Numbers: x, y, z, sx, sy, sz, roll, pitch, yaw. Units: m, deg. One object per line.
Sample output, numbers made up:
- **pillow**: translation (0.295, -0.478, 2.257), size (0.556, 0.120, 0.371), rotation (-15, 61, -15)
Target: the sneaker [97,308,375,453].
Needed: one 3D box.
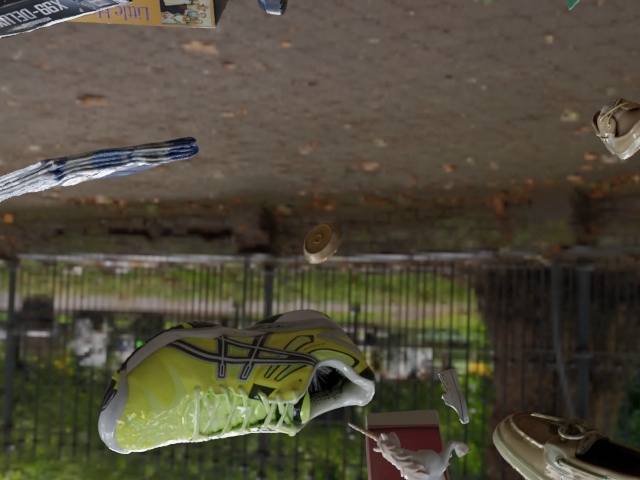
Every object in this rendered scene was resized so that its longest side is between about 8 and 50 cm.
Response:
- **sneaker**: translation (-0.096, 0.182, 1.396), size (0.384, 0.145, 0.147), rotation (-15, -149, -35)

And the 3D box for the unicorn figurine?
- **unicorn figurine**: translation (0.109, 0.245, 1.126), size (0.060, 0.162, 0.111), rotation (-24, 170, 39)

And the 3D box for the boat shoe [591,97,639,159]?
- **boat shoe**: translation (0.347, -0.134, 1.272), size (0.059, 0.063, 0.170), rotation (45, -178, -1)

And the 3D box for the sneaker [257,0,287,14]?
- **sneaker**: translation (-0.133, -0.475, 1.608), size (0.131, 0.319, 0.112), rotation (-9, -152, 11)

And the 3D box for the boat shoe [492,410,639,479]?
- **boat shoe**: translation (0.327, 0.251, 1.227), size (0.285, 0.089, 0.104), rotation (23, -154, 30)

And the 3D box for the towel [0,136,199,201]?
- **towel**: translation (-0.331, -0.095, 1.545), size (0.209, 0.034, 0.285), rotation (-13, -178, 38)

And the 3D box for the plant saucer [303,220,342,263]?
- **plant saucer**: translation (0.000, 0.000, 1.878), size (0.083, 0.083, 0.015), rotation (-2, 150, 44)

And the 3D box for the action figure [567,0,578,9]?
- **action figure**: translation (0.212, -0.303, 0.841), size (0.063, 0.232, 0.137), rotation (13, 143, -37)

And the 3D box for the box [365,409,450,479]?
- **box**: translation (0.142, 0.403, 1.796), size (0.127, 0.149, 0.232), rotation (-3, -154, 1)

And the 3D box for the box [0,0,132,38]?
- **box**: translation (-0.368, -0.424, 1.402), size (0.242, 0.307, 0.076), rotation (-11, 165, 20)

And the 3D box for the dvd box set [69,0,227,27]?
- **dvd box set**: translation (-0.349, -0.456, 1.836), size (0.420, 0.062, 0.308), rotation (3, -141, 6)

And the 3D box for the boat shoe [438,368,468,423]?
- **boat shoe**: translation (0.222, 0.264, 1.857), size (0.035, 0.100, 0.035), rotation (-13, 152, -4)
